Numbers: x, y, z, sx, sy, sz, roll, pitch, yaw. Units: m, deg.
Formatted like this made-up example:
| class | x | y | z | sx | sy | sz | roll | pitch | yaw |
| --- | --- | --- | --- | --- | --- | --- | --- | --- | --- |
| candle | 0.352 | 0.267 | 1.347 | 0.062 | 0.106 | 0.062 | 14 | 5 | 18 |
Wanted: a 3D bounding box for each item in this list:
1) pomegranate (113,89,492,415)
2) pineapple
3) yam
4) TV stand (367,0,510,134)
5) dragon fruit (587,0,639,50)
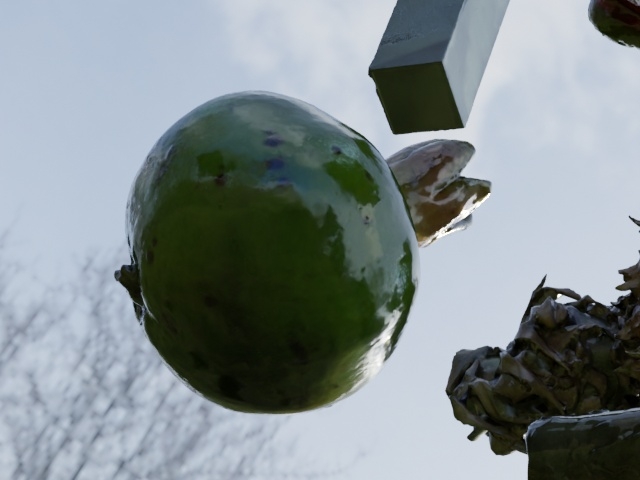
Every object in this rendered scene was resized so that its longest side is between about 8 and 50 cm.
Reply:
| class | x | y | z | sx | sy | sz | roll | pitch | yaw |
| --- | --- | --- | --- | --- | --- | --- | --- | --- | --- |
| pomegranate | 0.000 | 0.000 | 1.197 | 0.236 | 0.302 | 0.236 | 37 | -45 | 49 |
| pineapple | 0.231 | 0.096 | 1.328 | 0.271 | 0.262 | 0.262 | -16 | -55 | 27 |
| yam | 0.301 | 0.132 | 1.052 | 0.371 | 0.083 | 0.083 | -13 | -54 | 36 |
| TV stand | 0.129 | -0.225 | 1.672 | 0.082 | 0.269 | 0.088 | -3 | -50 | 23 |
| dragon fruit | 0.290 | -0.230 | 1.114 | 0.302 | 0.231 | 0.237 | 14 | 1 | -2 |
